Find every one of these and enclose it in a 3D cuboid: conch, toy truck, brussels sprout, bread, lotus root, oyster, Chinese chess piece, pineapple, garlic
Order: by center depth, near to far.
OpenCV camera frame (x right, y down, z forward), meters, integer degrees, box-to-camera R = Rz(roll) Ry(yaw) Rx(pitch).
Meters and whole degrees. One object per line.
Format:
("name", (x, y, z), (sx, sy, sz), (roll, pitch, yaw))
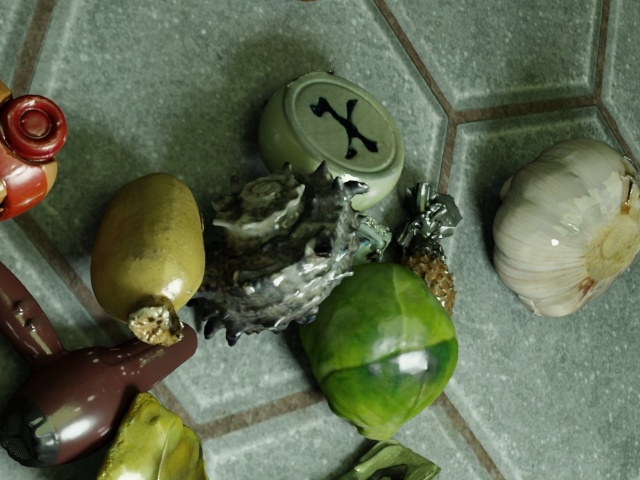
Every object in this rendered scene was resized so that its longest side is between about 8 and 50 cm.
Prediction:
("toy truck", (-0.433, -0.100, 1.375), (0.239, 0.189, 0.265), (-43, 96, -29))
("bread", (-0.200, 0.299, 1.501), (0.233, 0.088, 0.161), (64, 35, -52))
("lotus root", (-0.219, 0.009, 1.533), (0.130, 0.146, 0.303), (30, 29, -25))
("conch", (-0.074, 0.006, 1.642), (0.241, 0.313, 0.186), (48, 7, 30))
("brussels sprout", (0.087, 0.163, 1.766), (0.219, 0.210, 0.271), (-14, 131, -19))
("Chinese chess piece", (0.015, -0.149, 1.806), (0.237, 0.092, 0.238), (18, 47, -21))
("oyster", (0.002, 0.000, 1.816), (0.252, 0.087, 0.199), (-34, 109, -37))
("pineapple", (0.168, 0.017, 1.959), (0.119, 0.111, 0.237), (55, 36, -59))
("garlic", (0.437, -0.020, 2.115), (0.321, 0.241, 0.322), (-4, 108, -11))

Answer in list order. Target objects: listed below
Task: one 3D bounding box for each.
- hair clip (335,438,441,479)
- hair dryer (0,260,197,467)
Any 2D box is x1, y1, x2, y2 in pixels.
("hair clip", (0.044, 0.388, 1.746), (0.321, 0.138, 0.091), (-15, 120, -44))
("hair dryer", (-0.333, 0.088, 1.503), (0.340, 0.123, 0.312), (55, 38, -4))
